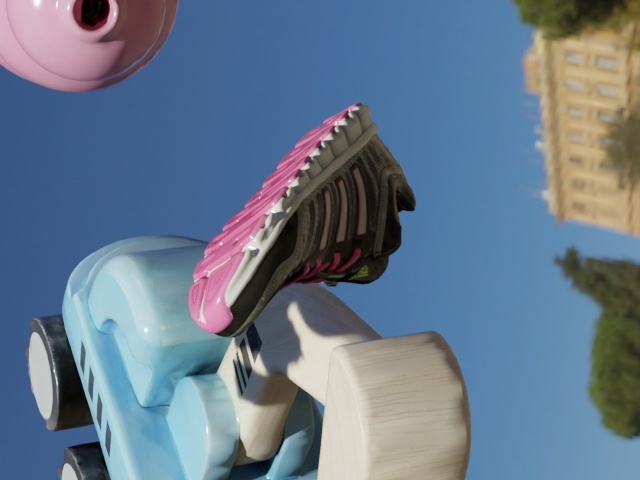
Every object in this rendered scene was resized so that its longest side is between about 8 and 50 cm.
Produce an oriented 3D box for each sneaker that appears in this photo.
[{"bbox_3d":[0.000,0.000,0.681,0.075,0.063,0.170,48,-138,-10],"label":"sneaker"}]

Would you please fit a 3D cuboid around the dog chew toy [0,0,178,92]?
[{"bbox_3d":[-0.217,-0.225,1.230,0.332,0.206,0.207,-134,50,-68],"label":"dog chew toy"}]

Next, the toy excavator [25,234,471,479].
[{"bbox_3d":[-0.068,0.107,1.093,0.222,0.433,0.445,-7,-39,-24],"label":"toy excavator"}]
